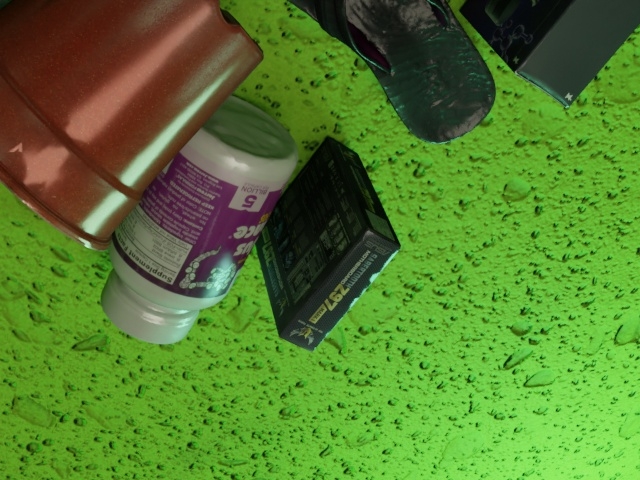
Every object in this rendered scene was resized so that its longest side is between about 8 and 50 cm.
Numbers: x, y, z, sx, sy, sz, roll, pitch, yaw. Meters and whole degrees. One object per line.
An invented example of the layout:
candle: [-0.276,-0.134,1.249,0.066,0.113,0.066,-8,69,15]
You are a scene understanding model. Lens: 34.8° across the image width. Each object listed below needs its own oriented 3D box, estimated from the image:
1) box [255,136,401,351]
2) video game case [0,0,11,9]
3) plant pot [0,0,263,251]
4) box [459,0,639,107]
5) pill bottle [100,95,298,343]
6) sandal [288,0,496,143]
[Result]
box: [0.000,0.000,1.301,0.059,0.232,0.183,28,113,-28]
video game case: [-0.260,-0.280,1.129,0.212,0.023,0.193,-34,130,8]
plant pot: [-0.219,-0.176,1.055,0.265,0.272,0.272,-42,129,3]
box: [0.307,-0.317,1.199,0.103,0.184,0.261,24,115,-33]
pill bottle: [-0.161,-0.021,1.268,0.169,0.169,0.301,14,120,-28]
sandal: [0.086,-0.267,1.208,0.167,0.107,0.446,-40,129,12]
